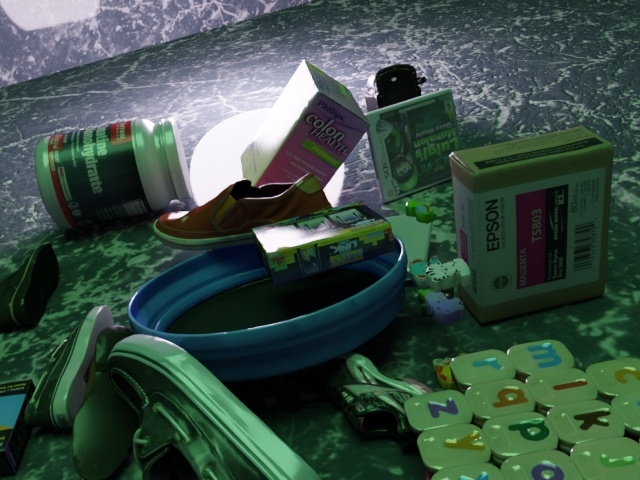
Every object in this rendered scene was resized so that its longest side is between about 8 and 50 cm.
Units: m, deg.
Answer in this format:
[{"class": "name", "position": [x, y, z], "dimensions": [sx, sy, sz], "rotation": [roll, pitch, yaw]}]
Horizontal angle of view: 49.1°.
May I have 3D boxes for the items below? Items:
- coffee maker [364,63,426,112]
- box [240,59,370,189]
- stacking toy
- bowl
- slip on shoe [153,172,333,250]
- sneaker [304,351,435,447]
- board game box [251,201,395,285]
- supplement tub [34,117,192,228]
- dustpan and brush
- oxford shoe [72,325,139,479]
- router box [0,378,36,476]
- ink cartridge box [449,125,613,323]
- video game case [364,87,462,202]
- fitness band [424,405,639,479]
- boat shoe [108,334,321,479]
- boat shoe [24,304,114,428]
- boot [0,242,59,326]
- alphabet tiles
[{"class": "coffee maker", "position": [0.162, -0.317, 1.630], "dimensions": [0.120, 0.171, 0.178], "rotation": [12, 8, -5]}, {"class": "box", "position": [-0.038, -0.187, 1.334], "dimensions": [0.117, 0.243, 0.213], "rotation": [28, 20, -22]}, {"class": "stacking toy", "position": [0.148, 0.065, 0.926], "dimensions": [0.052, 0.167, 0.221], "rotation": [-10, 30, -2]}, {"class": "bowl", "position": [-0.068, 0.077, 0.984], "dimensions": [0.391, 0.077, 0.391], "rotation": [-11, 16, 3]}, {"class": "slip on shoe", "position": [-0.132, -0.049, 1.135], "dimensions": [0.331, 0.101, 0.123], "rotation": [-5, 19, 29]}, {"class": "sneaker", "position": [0.051, 0.189, 0.834], "dimensions": [0.178, 0.072, 0.077], "rotation": [11, 37, 33]}, {"class": "board game box", "position": [0.000, 0.000, 0.972], "dimensions": [0.170, 0.048, 0.141], "rotation": [-15, 19, -9]}, {"class": "supplement tub", "position": [-0.413, -0.139, 1.416], "dimensions": [0.272, 0.191, 0.191], "rotation": [-13, 30, -5]}, {"class": "dustpan and brush", "position": [0.074, 0.016, 1.158], "dimensions": [0.211, 0.060, 0.147], "rotation": [6, 42, 12]}, {"class": "oxford shoe", "position": [-0.271, 0.215, 0.893], "dimensions": [0.076, 0.076, 0.212], "rotation": [15, 41, -17]}, {"class": "router box", "position": [-0.466, 0.250, 0.898], "dimensions": [0.178, 0.046, 0.133], "rotation": [-10, 30, -2]}, {"class": "ink cartridge box", "position": [0.288, -0.019, 0.963], "dimensions": [0.193, 0.235, 0.088], "rotation": [-13, 29, -6]}, {"class": "video game case", "position": [0.184, -0.183, 1.342], "dimensions": [0.190, 0.173, 0.022], "rotation": [-20, 19, -19]}, {"class": "fitness band", "position": [0.250, 0.247, 0.694], "dimensions": [0.290, 0.054, 0.209], "rotation": [-3, 30, 9]}, {"class": "boat shoe", "position": [-0.149, 0.216, 0.768], "dimensions": [0.335, 0.121, 0.119], "rotation": [26, 50, 35]}, {"class": "boat shoe", "position": [-0.347, 0.168, 0.977], "dimensions": [0.070, 0.078, 0.219], "rotation": [-5, 31, 6]}, {"class": "boot", "position": [-0.537, 0.079, 1.197], "dimensions": [0.137, 0.077, 0.198], "rotation": [-13, 28, 4]}, {"class": "alphabet tiles", "position": [0.237, 0.198, 0.718], "dimensions": [0.277, 0.021, 0.284], "rotation": [-10, 27, -3]}]
